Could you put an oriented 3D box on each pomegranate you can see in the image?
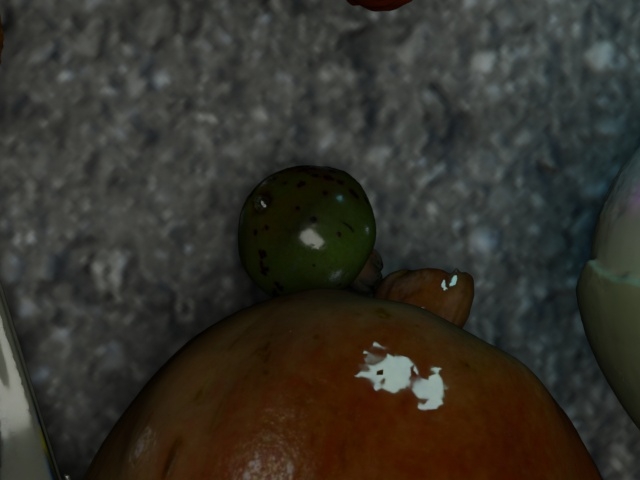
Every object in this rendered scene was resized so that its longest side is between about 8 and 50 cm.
[{"bbox_3d":[0.001,-0.004,0.969,0.084,0.073,0.073,-2,97,-28],"label":"pomegranate"},{"bbox_3d":[0.016,0.131,0.906,0.252,0.229,0.270,21,70,-19],"label":"pomegranate"}]

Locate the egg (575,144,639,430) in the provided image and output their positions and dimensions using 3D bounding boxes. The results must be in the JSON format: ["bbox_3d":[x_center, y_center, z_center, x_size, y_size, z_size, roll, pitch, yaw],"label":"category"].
[{"bbox_3d":[0.287,0.026,0.908,0.336,0.278,0.278,13,94,-16],"label":"egg"}]

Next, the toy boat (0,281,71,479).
[{"bbox_3d":[-0.190,0.112,0.921,0.141,0.141,0.269,-17,85,-7],"label":"toy boat"}]

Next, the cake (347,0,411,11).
[{"bbox_3d":[0.006,-0.279,0.800,0.270,0.269,0.319,-42,90,6],"label":"cake"}]

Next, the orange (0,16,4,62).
[{"bbox_3d":[-0.238,-0.090,0.872,0.193,0.161,0.193,0,91,2],"label":"orange"}]
